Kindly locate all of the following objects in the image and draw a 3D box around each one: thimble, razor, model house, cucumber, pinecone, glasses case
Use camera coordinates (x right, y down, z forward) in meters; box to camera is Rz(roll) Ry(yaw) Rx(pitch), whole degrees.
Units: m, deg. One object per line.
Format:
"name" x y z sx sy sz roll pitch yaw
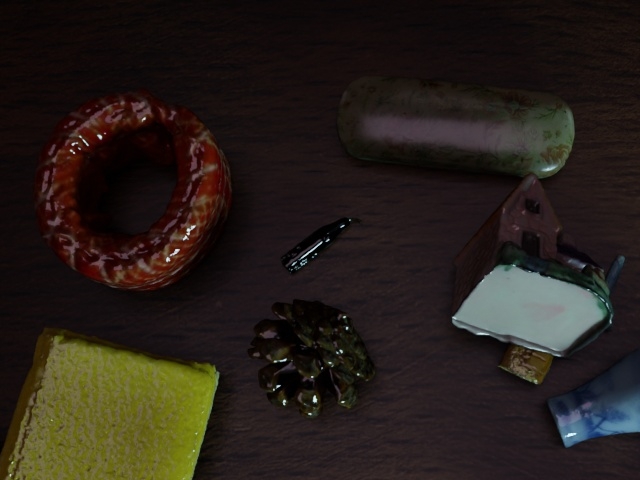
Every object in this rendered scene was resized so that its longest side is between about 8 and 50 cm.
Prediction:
"thimble" -0.332 -0.085 1.897 0.350 0.230 0.350 -1 79 4
"razor" 0.502 0.086 1.876 0.068 0.040 0.135 24 77 10
"model house" 0.362 0.032 1.795 0.237 0.202 0.237 16 49 -8
"cucumber" 0.000 0.000 1.941 0.163 0.039 0.043 -39 98 -1
"pinecone" -0.017 0.201 1.813 0.201 0.229 0.202 -24 53 38
"glasses case" 0.240 -0.206 1.929 0.425 0.098 0.156 7 81 7

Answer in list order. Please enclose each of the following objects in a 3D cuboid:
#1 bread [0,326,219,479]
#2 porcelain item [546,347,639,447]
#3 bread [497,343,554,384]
"bread" -0.360 0.332 1.813 0.324 0.143 0.333 18 76 -9
"porcelain item" 0.514 0.262 1.791 0.259 0.141 0.141 -21 77 10
"bread" 0.355 0.204 1.842 0.083 0.076 0.070 23 84 11
